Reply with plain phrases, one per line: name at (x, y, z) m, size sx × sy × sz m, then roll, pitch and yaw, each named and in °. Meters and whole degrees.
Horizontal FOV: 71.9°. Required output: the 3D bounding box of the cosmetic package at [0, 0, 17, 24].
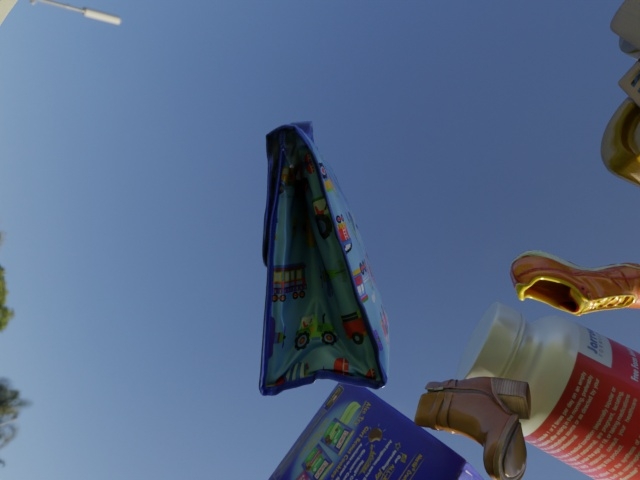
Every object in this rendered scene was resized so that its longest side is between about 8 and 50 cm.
cosmetic package at (-0.279, -0.165, 0.136) m, size 0.113 × 0.309 × 0.160 m, roll 18°, pitch -108°, yaw 11°

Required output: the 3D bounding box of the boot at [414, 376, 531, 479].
boot at (0.200, 0.254, 0.609) m, size 0.152 × 0.197 × 0.073 m, roll -9°, pitch -83°, yaw 31°

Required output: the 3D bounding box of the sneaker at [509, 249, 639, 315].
sneaker at (0.303, 0.060, 0.495) m, size 0.174 × 0.068 × 0.064 m, roll 6°, pitch -44°, yaw 10°

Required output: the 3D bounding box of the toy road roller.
toy road roller at (0.547, -0.218, 0.674) m, size 0.330 × 0.202 × 0.241 m, roll -82°, pitch -163°, yaw -47°

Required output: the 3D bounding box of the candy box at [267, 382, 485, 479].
candy box at (0.082, 0.427, 0.758) m, size 0.268 × 0.122 × 0.317 m, roll -51°, pitch -151°, yaw -14°

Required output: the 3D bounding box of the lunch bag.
lunch bag at (0.000, 0.000, 0.535) m, size 0.138 × 0.221 × 0.294 m, roll -7°, pitch -88°, yaw 8°

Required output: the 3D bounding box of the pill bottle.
pill bottle at (0.462, 0.277, 0.769) m, size 0.407 × 0.229 × 0.229 m, roll 27°, pitch -65°, yaw 13°
